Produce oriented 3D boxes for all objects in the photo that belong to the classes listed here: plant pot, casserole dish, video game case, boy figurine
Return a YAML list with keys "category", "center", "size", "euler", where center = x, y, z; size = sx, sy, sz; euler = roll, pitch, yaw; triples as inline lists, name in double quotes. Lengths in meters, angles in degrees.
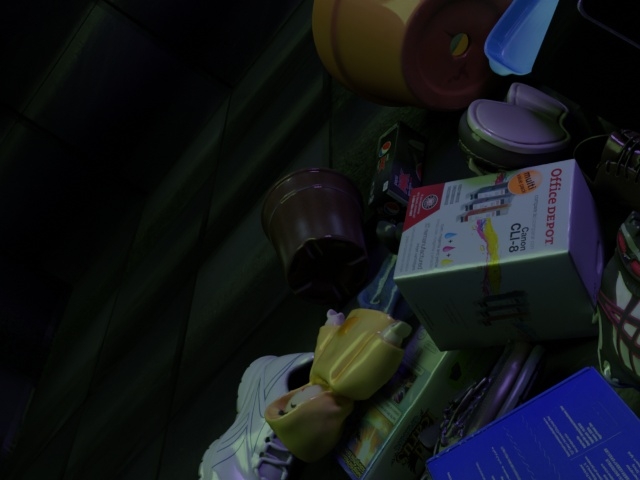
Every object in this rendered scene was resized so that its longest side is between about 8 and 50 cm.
- category: "plant pot"
  center: [0.000, 0.000, 1.502]
  size: [0.167, 0.167, 0.165]
  euler: [-49, 28, 21]
- category: "plant pot"
  center: [0.329, -0.226, 1.040]
  size: [0.187, 0.188, 0.167]
  euler: [-66, 10, -23]
- category: "casserole dish"
  center: [0.307, -0.300, 1.355]
  size: [0.188, 0.037, 0.114]
  euler: [-53, 45, 9]
- category: "video game case"
  center: [0.090, 0.152, 1.175]
  size: [0.244, 0.061, 0.269]
  euler: [-56, 19, -1]
- category: "plant pot"
  center: [0.160, -0.318, 1.466]
  size: [0.290, 0.291, 0.203]
  euler: [-54, 36, 8]
- category: "boy figurine"
  center: [0.037, 0.117, 1.134]
  size: [0.285, 0.092, 0.177]
  euler: [-55, 22, -8]

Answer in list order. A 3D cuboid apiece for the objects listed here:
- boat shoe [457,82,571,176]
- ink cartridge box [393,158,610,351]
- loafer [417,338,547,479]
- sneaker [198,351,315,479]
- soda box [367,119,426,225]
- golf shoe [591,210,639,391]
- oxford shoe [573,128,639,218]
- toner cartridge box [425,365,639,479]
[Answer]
- category: "boat shoe"
  center: [0.216, -0.104, 1.111]
  size: [0.095, 0.112, 0.335]
  euler: [-67, -12, 22]
- category: "ink cartridge box"
  center: [0.184, 0.018, 0.977]
  size: [0.176, 0.127, 0.128]
  euler: [-10, 44, 27]
- category: "loafer"
  center: [0.112, 0.215, 0.912]
  size: [0.302, 0.095, 0.109]
  euler: [-61, -23, -16]
- category: "sneaker"
  center: [-0.071, 0.264, 1.326]
  size: [0.129, 0.111, 0.297]
  euler: [-29, 34, 42]
- category: "soda box"
  center: [0.118, -0.106, 1.513]
  size: [0.053, 0.060, 0.168]
  euler: [-41, 25, 40]
- category: "golf shoe"
  center: [0.287, 0.092, 0.787]
  size: [0.272, 0.105, 0.120]
  euler: [-83, 14, -59]
- category: "oxford shoe"
  center: [0.311, -0.058, 0.932]
  size: [0.082, 0.096, 0.227]
  euler: [-56, 21, -4]
- category: "toner cartridge box"
  center: [0.190, 0.221, 0.668]
  size: [0.165, 0.075, 0.348]
  euler: [-32, 17, 5]
